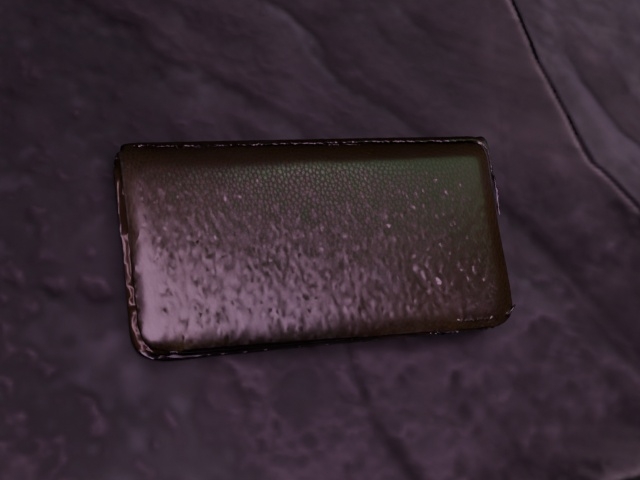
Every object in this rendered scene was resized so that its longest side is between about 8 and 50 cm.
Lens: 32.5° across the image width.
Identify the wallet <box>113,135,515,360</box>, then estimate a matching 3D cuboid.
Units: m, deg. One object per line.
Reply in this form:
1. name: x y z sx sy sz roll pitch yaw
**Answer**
1. wallet: 0.000 0.000 0.555 0.198 0.031 0.110 -3 74 -19
